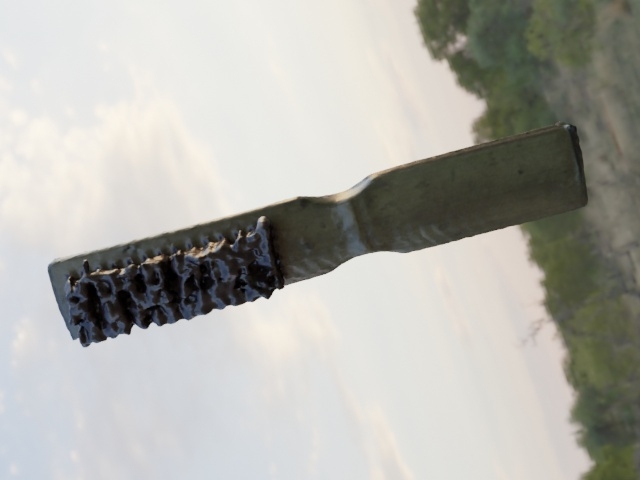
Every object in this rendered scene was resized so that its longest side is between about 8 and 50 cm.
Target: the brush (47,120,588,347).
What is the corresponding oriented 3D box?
[{"bbox_3d":[0.000,0.000,0.516,0.036,0.248,0.043,-100,-4,-69],"label":"brush"}]
